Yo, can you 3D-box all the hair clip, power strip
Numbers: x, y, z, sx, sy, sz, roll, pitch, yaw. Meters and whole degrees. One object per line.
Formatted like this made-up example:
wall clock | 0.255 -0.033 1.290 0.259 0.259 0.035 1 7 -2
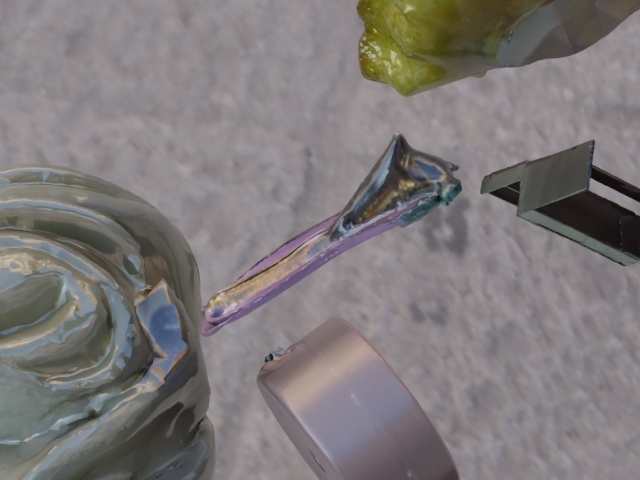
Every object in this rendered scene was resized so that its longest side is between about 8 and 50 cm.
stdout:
hair clip | 0.001 -0.001 1.912 0.359 0.096 0.110 -37 48 32
power strip | 0.025 0.130 1.263 0.078 0.154 0.154 -35 60 -8

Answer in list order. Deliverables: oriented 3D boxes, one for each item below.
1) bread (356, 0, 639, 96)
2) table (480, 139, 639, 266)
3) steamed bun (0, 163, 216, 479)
bread | 0.133 -0.166 1.074 0.233 0.160 0.088 -30 73 -8
table | 0.263 -0.030 1.777 0.175 0.146 0.062 -22 50 55
steamed bun | -0.222 0.099 1.287 0.343 0.255 0.367 13 57 -22
